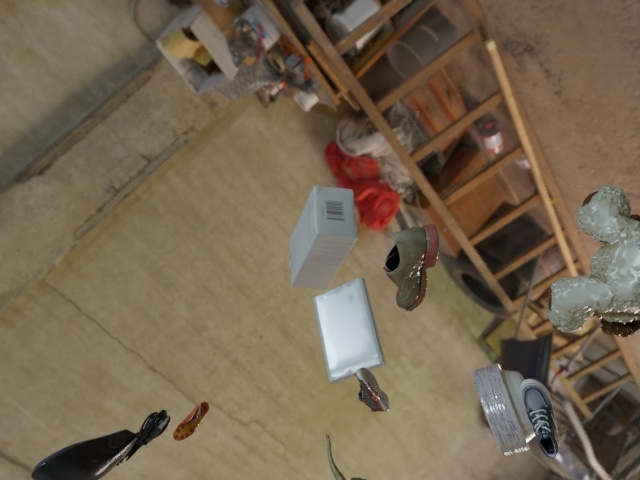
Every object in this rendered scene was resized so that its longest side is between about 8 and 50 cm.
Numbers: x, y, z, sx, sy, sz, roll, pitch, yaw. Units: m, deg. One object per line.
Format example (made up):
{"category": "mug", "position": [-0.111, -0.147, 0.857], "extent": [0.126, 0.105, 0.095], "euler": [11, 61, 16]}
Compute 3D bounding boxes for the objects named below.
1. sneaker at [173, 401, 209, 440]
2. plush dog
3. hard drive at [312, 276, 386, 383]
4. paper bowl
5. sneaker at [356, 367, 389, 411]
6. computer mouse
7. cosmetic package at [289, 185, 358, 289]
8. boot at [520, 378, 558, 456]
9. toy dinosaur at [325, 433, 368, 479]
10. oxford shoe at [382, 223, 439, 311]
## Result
{"category": "sneaker", "position": [-0.485, 0.686, 2.196], "extent": [0.064, 0.175, 0.067], "euler": [46, 154, 0]}
{"category": "plush dog", "position": [0.543, 0.058, 1.005], "extent": [0.210, 0.263, 0.225], "euler": [20, -176, 38]}
{"category": "hard drive", "position": [0.091, 0.298, 1.941], "extent": [0.040, 0.202, 0.308], "euler": [34, -143, -52]}
{"category": "paper bowl", "position": [0.615, 0.541, 1.891], "extent": [0.284, 0.148, 0.285], "euler": [-20, -90, -76]}
{"category": "sneaker", "position": [0.120, 0.391, 1.484], "extent": [0.158, 0.064, 0.061], "euler": [58, -158, -26]}
{"category": "computer mouse", "position": [-0.437, 0.441, 1.170], "extent": [0.272, 0.188, 0.072], "euler": [-2, -127, -57]}
{"category": "cosmetic package", "position": [0.000, 0.000, 2.139], "extent": [0.385, 0.156, 0.217], "euler": [117, 154, -55]}
{"category": "boot", "position": [0.547, 0.438, 1.434], "extent": [0.190, 0.069, 0.086], "euler": [62, -157, -17]}
{"category": "toy dinosaur", "position": [0.075, 0.576, 1.309], "extent": [0.268, 0.064, 0.118], "euler": [67, 160, -1]}
{"category": "oxford shoe", "position": [0.232, 0.079, 1.619], "extent": [0.348, 0.130, 0.123], "euler": [94, 172, -48]}
